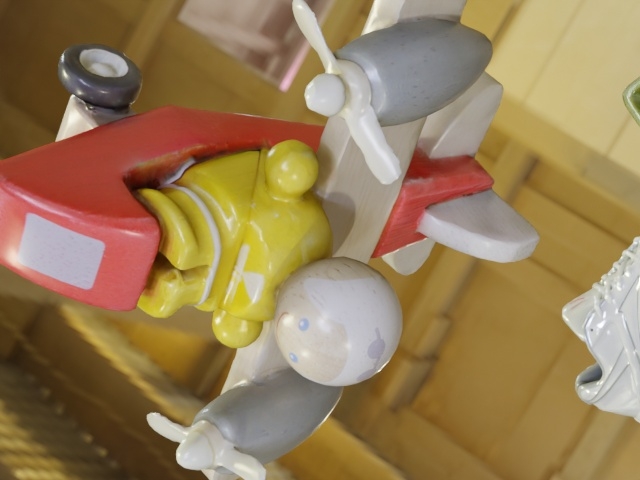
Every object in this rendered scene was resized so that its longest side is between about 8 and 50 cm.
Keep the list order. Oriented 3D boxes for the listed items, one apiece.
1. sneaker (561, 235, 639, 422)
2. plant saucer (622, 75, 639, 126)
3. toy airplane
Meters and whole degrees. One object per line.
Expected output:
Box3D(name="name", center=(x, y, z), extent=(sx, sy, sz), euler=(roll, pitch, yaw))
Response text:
Box3D(name="sneaker", center=(0.263, 0.050, 1.393), extent=(0.115, 0.232, 0.090), euler=(9, -160, 5))
Box3D(name="plant saucer", center=(0.309, -0.069, 0.983), extent=(0.188, 0.188, 0.045), euler=(56, -158, 12))
Box3D(name="toy airplane", center=(0.000, 0.000, 1.187), extent=(0.386, 0.384, 0.272), euler=(56, -176, -46))
